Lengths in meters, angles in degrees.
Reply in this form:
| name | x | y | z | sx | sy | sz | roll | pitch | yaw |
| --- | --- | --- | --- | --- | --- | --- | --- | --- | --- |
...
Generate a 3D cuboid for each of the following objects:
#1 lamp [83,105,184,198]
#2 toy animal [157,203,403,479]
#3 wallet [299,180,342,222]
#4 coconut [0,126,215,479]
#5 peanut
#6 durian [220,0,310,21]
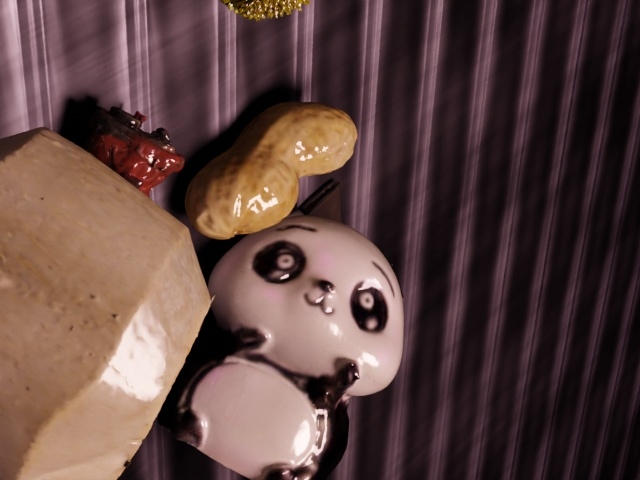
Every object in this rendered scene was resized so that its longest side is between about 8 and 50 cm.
| name | x | y | z | sx | sy | sz | roll | pitch | yaw |
| --- | --- | --- | --- | --- | --- | --- | --- | --- | --- |
| lamp | -0.228 | -0.004 | 1.577 | 0.253 | 0.118 | 0.118 | -62 | 152 | 7 |
| toy animal | -0.038 | 0.121 | 1.884 | 0.310 | 0.251 | 0.251 | -59 | 152 | -3 |
| wallet | 0.000 | 0.000 | 2.049 | 0.082 | 0.018 | 0.156 | -41 | 147 | -33 |
| coconut | -0.261 | 0.059 | 1.378 | 0.323 | 0.323 | 0.323 | -40 | 145 | -35 |
| peanut | -0.055 | -0.082 | 1.791 | 0.229 | 0.098 | 0.103 | -43 | 110 | -27 |
| durian | -0.068 | -0.304 | 1.527 | 0.198 | 0.159 | 0.146 | 51 | 55 | -25 |
